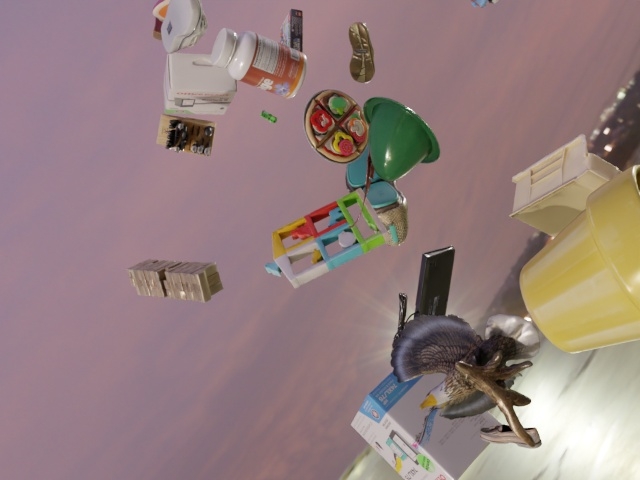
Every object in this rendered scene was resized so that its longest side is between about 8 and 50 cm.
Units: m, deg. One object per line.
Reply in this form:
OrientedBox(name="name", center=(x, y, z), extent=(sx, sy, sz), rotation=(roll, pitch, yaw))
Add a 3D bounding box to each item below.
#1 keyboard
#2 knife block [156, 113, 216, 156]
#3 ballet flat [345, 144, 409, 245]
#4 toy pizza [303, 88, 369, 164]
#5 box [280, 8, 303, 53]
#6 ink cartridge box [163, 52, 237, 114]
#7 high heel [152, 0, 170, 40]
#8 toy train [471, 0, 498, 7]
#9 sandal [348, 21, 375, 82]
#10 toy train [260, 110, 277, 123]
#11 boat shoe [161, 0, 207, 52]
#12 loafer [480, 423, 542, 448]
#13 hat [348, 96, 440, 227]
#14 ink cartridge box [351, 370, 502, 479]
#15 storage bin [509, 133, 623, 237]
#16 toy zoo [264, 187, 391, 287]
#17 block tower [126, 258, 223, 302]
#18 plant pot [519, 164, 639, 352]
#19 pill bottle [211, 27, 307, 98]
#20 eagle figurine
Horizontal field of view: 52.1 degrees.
OrientedBox(name="keyboard", center=(0.258, 0.175, 1.689), extent=(0.201, 0.033, 0.317), rotation=(-16, -60, -38))
OrientedBox(name="knife block", center=(-0.334, -0.288, 1.858), extent=(0.275, 0.242, 0.088), rotation=(-3, -70, -54))
OrientedBox(name="ballet flat", center=(0.172, -0.128, 1.970), extent=(0.483, 0.164, 0.182), rotation=(-100, -8, -60))
OrientedBox(name="toy pizza", center=(0.047, -0.295, 1.685), extent=(0.201, 0.201, 0.032), rotation=(-48, 15, -28))
OrientedBox(name="box", center=(-0.081, -0.520, 1.819), extent=(0.114, 0.036, 0.207), rotation=(146, 126, -67))
OrientedBox(name="ink cartridge box", center=(-0.375, -0.474, 2.012), extent=(0.273, 0.198, 0.115), rotation=(167, 100, -74))
OrientedBox(name="high heel", center=(-0.393, -0.625, 1.735), extent=(0.244, 0.082, 0.117), rotation=(158, 126, -70))
OrientedBox(name="toy train", center=(0.277, -0.530, 1.295), extent=(0.105, 0.184, 0.080), rotation=(-2, -46, -51))
OrientedBox(name="sandal", center=(0.113, -0.498, 1.731), extent=(0.049, 0.072, 0.180), rotation=(-57, -29, -37))
OrientedBox(name="toy train", center=(-0.171, -0.409, 2.167), extent=(0.017, 0.083, 0.024), rotation=(4, -65, -46))
OrientedBox(name="boat shoe", center=(-0.321, -0.531, 1.606), extent=(0.088, 0.096, 0.267), rotation=(-18, -1, -24))
OrientedBox(name="loafer", center=(0.367, 0.372, 1.272), extent=(0.045, 0.125, 0.039), rotation=(-22, -76, -47))
OrientedBox(name="hat", center=(0.112, -0.138, 1.255), extent=(0.183, 0.173, 0.208), rotation=(-53, -50, -15))
OrientedBox(name="ink cartridge box", center=(0.251, 0.445, 1.577), extent=(0.197, 0.270, 0.198), rotation=(-36, -23, -31))
OrientedBox(name="storage bin", center=(0.629, -0.097, 1.532), extent=(0.260, 0.262, 0.123), rotation=(-40, 28, 59))
OrientedBox(name="toy zoo", center=(0.000, 0.000, 1.554), extent=(0.293, 0.192, 0.030), rotation=(-26, -49, 2))
OrientedBox(name="block tower", center=(-0.436, 0.116, 1.968), extent=(0.097, 0.335, 0.091), rotation=(-30, -65, -45))
OrientedBox(name="plant pot", center=(0.454, 0.053, 1.009), extent=(0.239, 0.254, 0.254), rotation=(-39, -3, 38))
OrientedBox(name="pill bottle", center=(-0.151, -0.438, 1.610), extent=(0.216, 0.121, 0.121), rotation=(15, -67, -27))
OrientedBox(name="eagle figurine", center=(0.269, 0.253, 1.244), extent=(0.298, 0.225, 0.226), rotation=(134, 135, -83))
